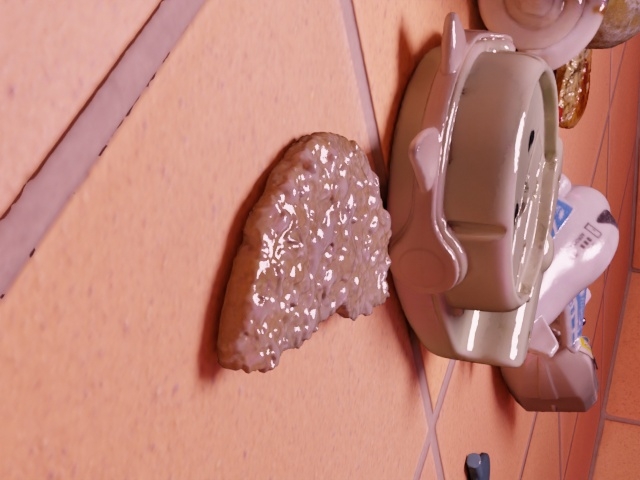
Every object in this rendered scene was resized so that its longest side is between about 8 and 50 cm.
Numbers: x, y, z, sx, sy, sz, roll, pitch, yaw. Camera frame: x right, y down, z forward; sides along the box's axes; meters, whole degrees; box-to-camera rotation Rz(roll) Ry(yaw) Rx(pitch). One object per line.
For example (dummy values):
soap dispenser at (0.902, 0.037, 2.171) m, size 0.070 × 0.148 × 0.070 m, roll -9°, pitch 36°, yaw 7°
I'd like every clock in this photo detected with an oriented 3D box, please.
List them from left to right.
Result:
clock at (0.144, -0.049, 0.878) m, size 0.324 × 0.108 × 0.265 m, roll 56°, pitch 47°, yaw -59°

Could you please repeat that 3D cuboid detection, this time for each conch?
conch at (0.247, -0.255, 1.042) m, size 0.255 × 0.127 × 0.158 m, roll -38°, pitch 131°, yaw -61°

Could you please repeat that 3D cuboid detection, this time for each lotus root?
lotus root at (0.386, -0.345, 1.324) m, size 0.349 × 0.174 × 0.175 m, roll -21°, pitch 117°, yaw -65°

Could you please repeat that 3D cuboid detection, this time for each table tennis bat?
table tennis bat at (0.209, 0.325, 1.301) m, size 0.155 × 0.019 × 0.100 m, roll 71°, pitch 34°, yaw -52°

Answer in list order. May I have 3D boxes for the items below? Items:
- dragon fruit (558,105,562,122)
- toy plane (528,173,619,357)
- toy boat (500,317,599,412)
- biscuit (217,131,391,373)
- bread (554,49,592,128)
dragon fruit at (0.266, -0.107, 1.229) m, size 0.097 × 0.063 × 0.131 m, roll 52°, pitch 49°, yaw -61°
toy plane at (0.278, 0.034, 1.186) m, size 0.266 × 0.122 × 0.267 m, roll -18°, pitch 114°, yaw -48°
toy boat at (0.327, 0.167, 1.395) m, size 0.269 × 0.140 × 0.141 m, roll 65°, pitch 39°, yaw -51°
biscuit at (0.002, -0.003, 0.637) m, size 0.250 × 0.032 × 0.133 m, roll -16°, pitch 111°, yaw -66°
bread at (0.390, -0.229, 1.518) m, size 0.136 × 0.054 × 0.154 m, roll 38°, pitch 67°, yaw -64°
